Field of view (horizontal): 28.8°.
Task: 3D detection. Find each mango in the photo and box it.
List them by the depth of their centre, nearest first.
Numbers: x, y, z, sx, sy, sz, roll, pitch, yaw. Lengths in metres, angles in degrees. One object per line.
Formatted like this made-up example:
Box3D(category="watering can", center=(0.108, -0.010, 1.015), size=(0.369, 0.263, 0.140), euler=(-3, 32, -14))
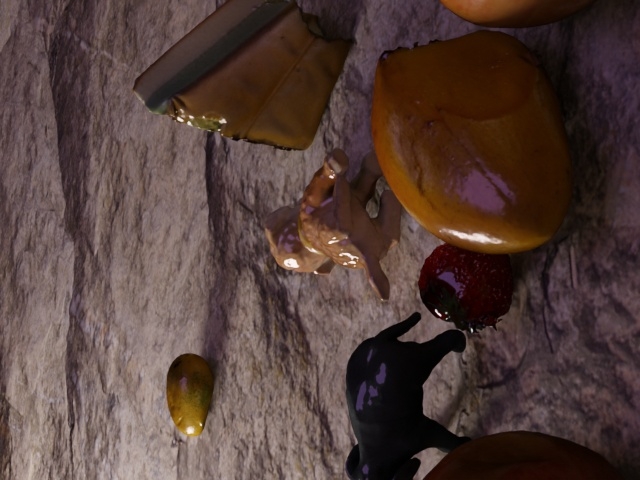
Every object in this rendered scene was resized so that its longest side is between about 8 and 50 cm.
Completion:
Box3D(category="mango", center=(0.150, -0.080, 1.193), size=(0.187, 0.138, 0.257), euler=(-24, 48, 12))
Box3D(category="mango", center=(-0.178, 0.211, 1.703), size=(0.079, 0.057, 0.114), euler=(-6, 88, 50))

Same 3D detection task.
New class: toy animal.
Box3D(category="toy animal", center=(0.084, 0.206, 1.258), size=(0.082, 0.137, 0.270), euler=(8, 96, 52))
Box3D(category="toy animal", center=(0.008, 0.012, 1.428), size=(0.185, 0.104, 0.184), euler=(-32, 58, 44))

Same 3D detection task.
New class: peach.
Box3D(category="peach", center=(0.169, 0.268, 1.077), size=(0.235, 0.214, 0.214), euler=(26, 106, 60))

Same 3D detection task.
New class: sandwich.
Box3D(category="sandwich", center=(-0.091, -0.222, 1.504), size=(0.108, 0.220, 0.186), euler=(47, 123, 49))

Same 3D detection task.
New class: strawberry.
Box3D(category="strawberry", center=(0.149, 0.039, 1.236), size=(0.106, 0.106, 0.106), euler=(-13, 74, 53))

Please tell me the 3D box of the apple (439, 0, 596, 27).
Box3D(category="apple", center=(0.182, -0.319, 1.117), size=(0.241, 0.242, 0.242), euler=(112, 148, -58))
